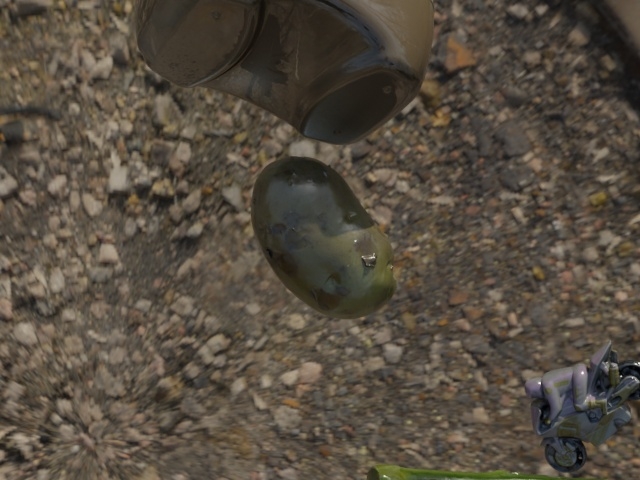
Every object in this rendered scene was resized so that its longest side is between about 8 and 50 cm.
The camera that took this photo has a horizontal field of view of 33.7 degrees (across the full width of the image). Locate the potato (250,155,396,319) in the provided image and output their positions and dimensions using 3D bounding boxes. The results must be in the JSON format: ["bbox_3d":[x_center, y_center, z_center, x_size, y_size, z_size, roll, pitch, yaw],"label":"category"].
[{"bbox_3d":[0.000,0.000,1.517,0.165,0.165,0.262,-42,93,-16],"label":"potato"}]

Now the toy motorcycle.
[{"bbox_3d":[0.392,0.246,1.626,0.152,0.073,0.225,36,112,3],"label":"toy motorcycle"}]

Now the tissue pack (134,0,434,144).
[{"bbox_3d":[-0.046,-0.326,1.445,0.387,0.267,0.277,20,54,-25],"label":"tissue pack"}]

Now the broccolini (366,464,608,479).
[{"bbox_3d":[0.143,0.129,0.539,0.239,0.054,0.051,7,65,-3],"label":"broccolini"}]
